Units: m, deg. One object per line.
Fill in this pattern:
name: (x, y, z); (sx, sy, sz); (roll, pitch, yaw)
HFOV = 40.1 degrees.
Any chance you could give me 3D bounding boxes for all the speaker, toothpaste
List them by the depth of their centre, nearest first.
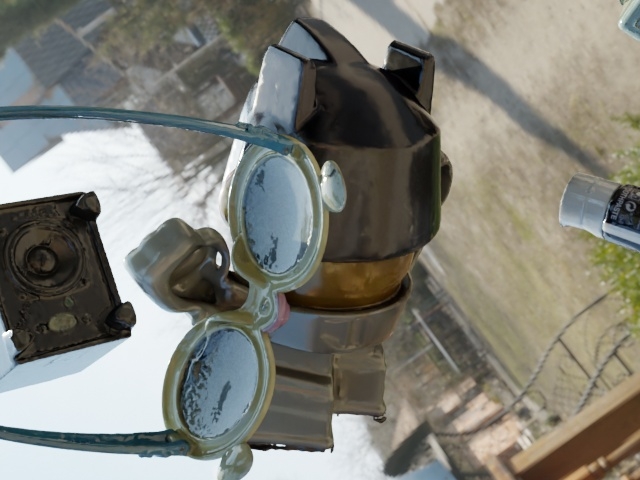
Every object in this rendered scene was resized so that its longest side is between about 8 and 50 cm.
toothpaste: (0.268, -0.002, 0.628); (0.193, 0.071, 0.045); (19, 151, 34)
speaker: (-0.410, 0.073, 1.250); (0.254, 0.184, 0.232); (-33, 75, 50)

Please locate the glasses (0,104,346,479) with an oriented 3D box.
glasses: (-0.117, 0.013, 0.446); (0.220, 0.190, 0.088); (16, -169, -23)

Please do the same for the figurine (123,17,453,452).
figurine: (0.004, 0.000, 0.609); (0.143, 0.308, 0.308); (20, 169, 17)

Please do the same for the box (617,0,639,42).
box: (0.391, -0.264, 0.904); (0.124, 0.093, 0.172); (33, 140, 4)
